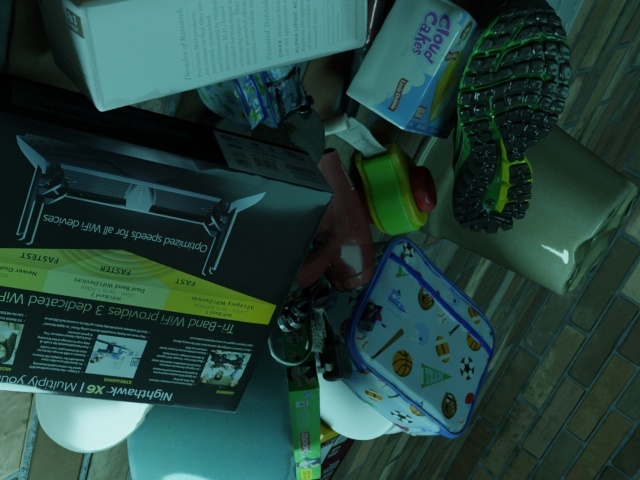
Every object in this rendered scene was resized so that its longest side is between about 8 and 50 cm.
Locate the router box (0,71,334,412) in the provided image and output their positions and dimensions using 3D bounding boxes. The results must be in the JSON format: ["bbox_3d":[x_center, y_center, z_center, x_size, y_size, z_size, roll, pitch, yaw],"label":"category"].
[{"bbox_3d":[-0.176,0.014,0.676,0.308,0.081,0.243,12,117,-26],"label":"router box"}]

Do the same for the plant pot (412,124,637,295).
[{"bbox_3d":[0.356,-0.075,1.428,0.334,0.305,0.334,-41,153,-26],"label":"plant pot"}]

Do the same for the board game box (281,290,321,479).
[{"bbox_3d":[-0.035,0.198,1.220,0.046,0.214,0.317,-6,144,-4],"label":"board game box"}]

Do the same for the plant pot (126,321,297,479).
[{"bbox_3d":[-0.140,0.239,1.047,0.195,0.290,0.290,-5,141,-6],"label":"plant pot"}]

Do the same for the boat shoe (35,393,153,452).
[{"bbox_3d":[-0.181,0.078,0.893,0.340,0.127,0.158,-52,-179,26],"label":"boat shoe"}]

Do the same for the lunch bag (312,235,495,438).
[{"bbox_3d":[0.137,0.143,1.265,0.303,0.115,0.243,45,58,-26],"label":"lunch bag"}]

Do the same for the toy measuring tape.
[{"bbox_3d":[0.088,-0.077,1.166,0.121,0.121,0.330,-56,153,5],"label":"toy measuring tape"}]

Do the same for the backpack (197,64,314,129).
[{"bbox_3d":[-0.072,-0.169,0.781,0.084,0.105,0.114,-37,140,-25],"label":"backpack"}]

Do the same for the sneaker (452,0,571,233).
[{"bbox_3d":[0.228,-0.174,1.088,0.344,0.134,0.146,96,-7,-47],"label":"sneaker"}]

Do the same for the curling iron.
[{"bbox_3d":[0.045,-0.243,0.983,0.068,0.035,0.274,-20,150,-17],"label":"curling iron"}]

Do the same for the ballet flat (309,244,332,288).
[{"bbox_3d":[0.000,0.000,1.199,0.206,0.073,0.067,102,9,-48],"label":"ballet flat"}]

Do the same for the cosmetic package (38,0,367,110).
[{"bbox_3d":[-0.088,-0.180,0.638,0.231,0.117,0.086,-21,127,-24],"label":"cosmetic package"}]

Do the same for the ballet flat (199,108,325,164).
[{"bbox_3d":[-0.069,-0.113,0.928,0.250,0.058,0.084,-21,105,-59],"label":"ballet flat"}]

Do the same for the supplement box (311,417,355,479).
[{"bbox_3d":[-0.039,0.376,1.526,0.191,0.129,0.194,-3,125,-61],"label":"supplement box"}]

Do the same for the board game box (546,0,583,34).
[{"bbox_3d":[0.340,-0.434,1.134,0.390,0.050,0.390,-62,158,-14],"label":"board game box"}]

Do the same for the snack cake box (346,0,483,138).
[{"bbox_3d":[0.141,-0.223,1.062,0.152,0.089,0.264,-59,165,14],"label":"snack cake box"}]

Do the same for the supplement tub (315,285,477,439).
[{"bbox_3d":[0.141,0.211,1.503,0.324,0.235,0.235,-18,138,-53],"label":"supplement tub"}]

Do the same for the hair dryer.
[{"bbox_3d":[0.011,0.023,1.019,0.223,0.080,0.294,46,42,-63],"label":"hair dryer"}]
